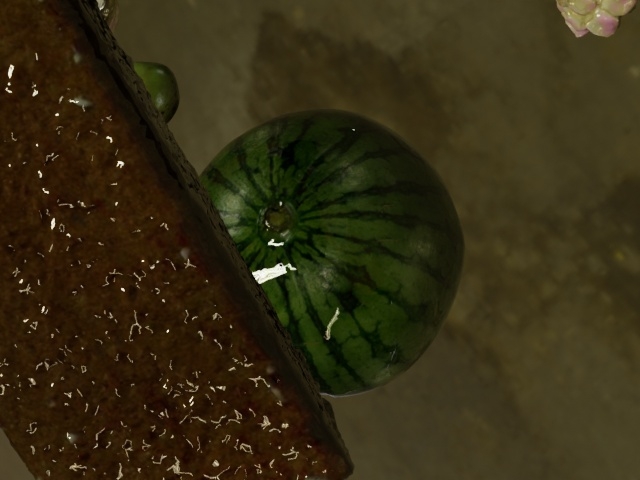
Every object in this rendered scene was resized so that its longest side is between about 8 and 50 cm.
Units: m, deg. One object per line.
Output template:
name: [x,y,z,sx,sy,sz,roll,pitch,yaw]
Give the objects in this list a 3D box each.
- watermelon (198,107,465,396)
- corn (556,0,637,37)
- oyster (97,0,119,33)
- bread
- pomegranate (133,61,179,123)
watermelon: [0.000,0.000,1.619,0.331,0.331,0.189,51,180,6]
corn: [0.121,-0.282,0.878,0.126,0.126,0.335,-5,115,60]
oyster: [-0.240,-0.241,1.381,0.191,0.081,0.163,14,110,33]
bread: [-0.147,-0.013,0.797,0.416,0.165,0.113,61,177,-16]
pomegranate: [-0.172,-0.138,1.443,0.073,0.073,0.084,59,170,-10]
